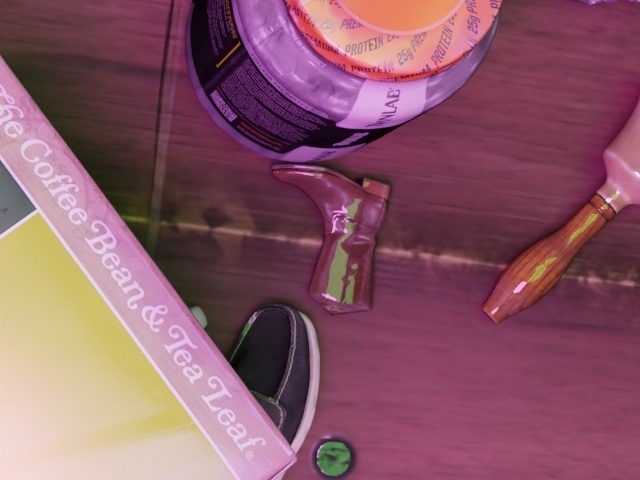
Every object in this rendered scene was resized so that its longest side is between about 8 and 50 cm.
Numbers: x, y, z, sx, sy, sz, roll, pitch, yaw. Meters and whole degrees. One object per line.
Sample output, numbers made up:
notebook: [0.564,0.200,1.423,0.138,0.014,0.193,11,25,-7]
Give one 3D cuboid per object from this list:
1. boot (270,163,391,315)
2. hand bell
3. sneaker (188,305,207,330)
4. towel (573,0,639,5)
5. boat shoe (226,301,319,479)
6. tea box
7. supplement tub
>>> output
boot: [0.000,0.000,1.477,0.106,0.037,0.114,13,87,-10]
hand bell: [0.225,-0.021,1.511,0.242,0.126,0.126,-43,95,0]
sneaker: [-0.172,0.185,1.387,0.296,0.104,0.147,-41,97,-7]
towel: [0.269,-0.324,1.440,0.121,0.284,0.235,-1,84,-12]
boat shoe: [-0.064,0.142,1.395,0.079,0.084,0.233,52,50,-45]
tea box: [-0.250,0.108,1.197,0.323,0.220,0.329,-36,93,-13]
supplement tub: [0.016,-0.169,1.349,0.194,0.316,0.193,1,85,-13]
